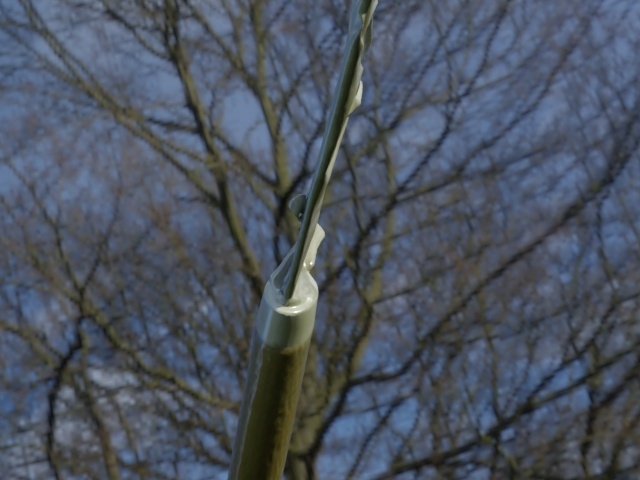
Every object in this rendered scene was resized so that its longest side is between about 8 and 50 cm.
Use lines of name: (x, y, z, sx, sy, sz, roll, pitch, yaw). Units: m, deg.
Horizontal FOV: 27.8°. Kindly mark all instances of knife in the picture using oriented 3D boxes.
knife: (-0.003, -0.001, 0.351, 0.017, 0.047, 0.298, 17, -59, 7)
